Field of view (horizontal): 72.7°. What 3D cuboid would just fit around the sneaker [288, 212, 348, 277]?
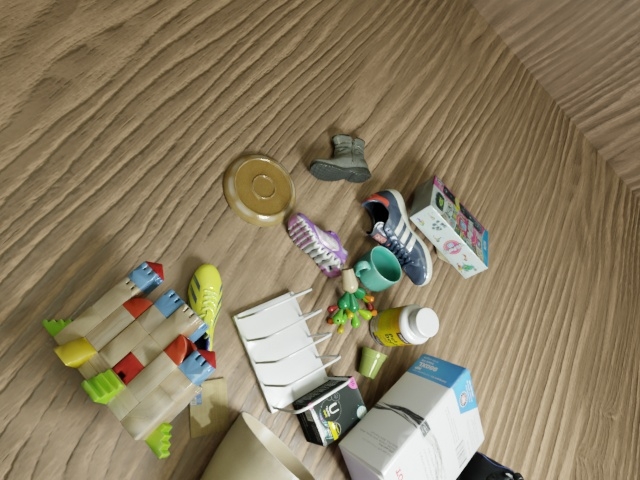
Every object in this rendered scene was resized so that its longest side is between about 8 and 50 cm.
[{"bbox_3d":[0.000,0.000,1.335,0.236,0.095,0.104,49,53,-15],"label":"sneaker"}]

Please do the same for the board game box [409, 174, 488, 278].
[{"bbox_3d":[0.453,-0.051,1.514,0.303,0.097,0.224,45,38,-14],"label":"board game box"}]

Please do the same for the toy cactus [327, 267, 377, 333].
[{"bbox_3d":[0.089,0.172,1.309,0.219,0.112,0.181,-16,100,-45],"label":"toy cactus"}]

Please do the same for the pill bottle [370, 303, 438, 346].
[{"bbox_3d":[0.254,0.258,1.318,0.117,0.215,0.117,9,71,-26],"label":"pill bottle"}]

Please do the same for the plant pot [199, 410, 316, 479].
[{"bbox_3d":[-0.182,0.584,0.979,0.256,0.256,0.274,46,75,-9],"label":"plant pot"}]

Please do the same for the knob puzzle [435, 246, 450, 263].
[{"bbox_3d":[0.490,0.011,1.636,0.213,0.030,0.213,9,71,-28],"label":"knob puzzle"}]

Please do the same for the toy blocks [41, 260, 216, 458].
[{"bbox_3d":[-0.368,0.226,0.950,0.381,0.191,0.261,41,71,17],"label":"toy blocks"}]

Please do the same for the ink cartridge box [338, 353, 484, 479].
[{"bbox_3d":[0.267,0.561,1.211,0.395,0.166,0.286,-33,116,-33],"label":"ink cartridge box"}]

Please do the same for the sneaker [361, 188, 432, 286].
[{"bbox_3d":[0.240,0.000,1.447,0.148,0.131,0.350,-14,72,-33],"label":"sneaker"}]

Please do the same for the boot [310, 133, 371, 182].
[{"bbox_3d":[0.057,-0.284,1.466,0.246,0.083,0.161,2,67,-35],"label":"boot"}]

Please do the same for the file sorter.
[{"bbox_3d":[-0.073,0.285,1.154,0.192,0.173,0.278,-20,85,-33],"label":"file sorter"}]

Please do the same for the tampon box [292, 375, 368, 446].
[{"bbox_3d":[0.028,0.464,1.196,0.161,0.101,0.121,-21,86,-33],"label":"tampon box"}]

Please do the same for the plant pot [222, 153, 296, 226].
[{"bbox_3d":[-0.175,-0.158,1.314,0.236,0.032,0.237,9,71,-28],"label":"plant pot"}]

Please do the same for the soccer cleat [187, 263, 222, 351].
[{"bbox_3d":[-0.293,0.194,1.087,0.093,0.121,0.289,17,67,-24],"label":"soccer cleat"}]

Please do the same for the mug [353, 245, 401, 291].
[{"bbox_3d":[0.167,0.090,1.380,0.157,0.097,0.130,34,43,-18],"label":"mug"}]

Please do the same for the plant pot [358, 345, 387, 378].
[{"bbox_3d":[0.151,0.372,1.314,0.083,0.083,0.079,28,75,-19],"label":"plant pot"}]

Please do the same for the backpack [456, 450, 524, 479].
[{"bbox_3d":[0.460,0.782,1.267,0.263,0.276,0.213,-42,96,-19],"label":"backpack"}]

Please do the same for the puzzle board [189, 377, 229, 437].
[{"bbox_3d":[-0.280,0.418,1.092,0.096,0.011,0.128,0,75,-28],"label":"puzzle board"}]
